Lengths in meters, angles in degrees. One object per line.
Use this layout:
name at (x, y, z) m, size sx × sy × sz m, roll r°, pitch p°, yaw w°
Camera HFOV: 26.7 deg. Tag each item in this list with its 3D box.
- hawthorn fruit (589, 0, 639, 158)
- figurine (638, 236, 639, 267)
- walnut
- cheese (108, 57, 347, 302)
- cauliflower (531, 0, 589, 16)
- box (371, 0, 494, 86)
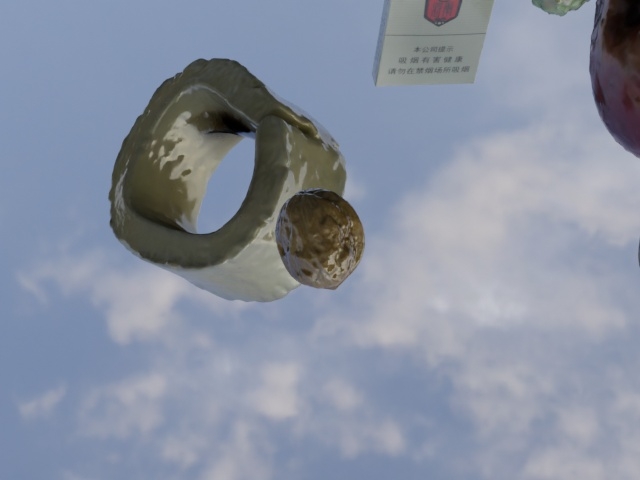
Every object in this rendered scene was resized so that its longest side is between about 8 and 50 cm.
hawthorn fruit at (0.359, -0.173, 1.191) m, size 0.258 × 0.261 × 0.258 m, roll -8°, pitch -157°, yaw 3°
figurine at (0.517, 0.147, 1.653) m, size 0.218 × 0.326 × 0.169 m, roll -8°, pitch -167°, yaw -6°
walnut at (0.000, 0.000, 1.232) m, size 0.083 × 0.096 × 0.079 m, roll -14°, pitch -170°, yaw 12°
cheese at (-0.122, -0.077, 1.808) m, size 0.332 × 0.153 × 0.292 m, roll 28°, pitch -92°, yaw 42°
cauliflower at (0.147, -0.305, 1.018) m, size 0.256 × 0.315 × 0.239 m, roll 19°, pitch -103°, yaw 38°
box at (0.145, -0.290, 1.661) m, size 0.139 × 0.245 × 0.035 m, roll -2°, pitch -131°, yaw -11°
